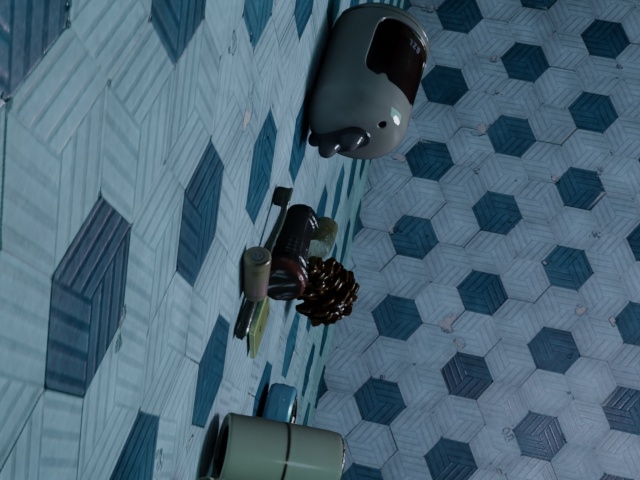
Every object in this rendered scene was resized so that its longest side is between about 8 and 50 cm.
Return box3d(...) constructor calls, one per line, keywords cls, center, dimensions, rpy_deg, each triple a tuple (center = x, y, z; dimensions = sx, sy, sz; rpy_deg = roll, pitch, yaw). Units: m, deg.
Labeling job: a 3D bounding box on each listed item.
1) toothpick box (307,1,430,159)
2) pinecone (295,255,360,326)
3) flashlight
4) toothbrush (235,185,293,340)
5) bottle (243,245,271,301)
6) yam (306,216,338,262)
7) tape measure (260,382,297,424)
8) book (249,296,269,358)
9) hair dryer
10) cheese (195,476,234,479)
box3d(cls="toothpick box", center=(0.082, -0.299, 1.879), dimensions=(0.229, 0.229, 0.316), rpy_deg=(92, 13, -57))
box3d(cls="pinecone", center=(0.004, 0.109, 2.122), dimensions=(0.173, 0.174, 0.173), rpy_deg=(11, 90, -84))
box3d(cls="flashlight", center=(-0.056, 0.015, 1.721), dimensions=(0.232, 0.093, 0.093), rpy_deg=(-79, 177, -57))
box3d(cls="toothbrush", center=(-0.098, 0.034, 1.602), dimensions=(0.030, 0.031, 0.297), rpy_deg=(109, -3, -65))
box3d(cls="bottle", center=(-0.104, 0.057, 1.508), dimensions=(0.096, 0.045, 0.045), rpy_deg=(97, 7, -45))
box3d(cls="yam", center=(0.000, 0.000, 2.237), dimensions=(0.169, 0.068, 0.068), rpy_deg=(-61, 162, -66))
box3d(cls="tape measure", center=(-0.091, 0.380, 2.041), dimensions=(0.125, 0.081, 0.146), rpy_deg=(95, 8, -66))
box3d(cls="book", center=(-0.114, 0.153, 1.727), dimensions=(0.077, 0.014, 0.111), rpy_deg=(92, 11, -49))
box3d(cls="hair dryer", center=(-0.097, 0.365, 1.657), dimensions=(0.362, 0.203, 0.128), rpy_deg=(177, -75, -77))
box3d(cls="cheese", center=(-0.173, 0.465, 1.278), dimensions=(0.266, 0.127, 0.233), rpy_deg=(-75, 171, -48))
